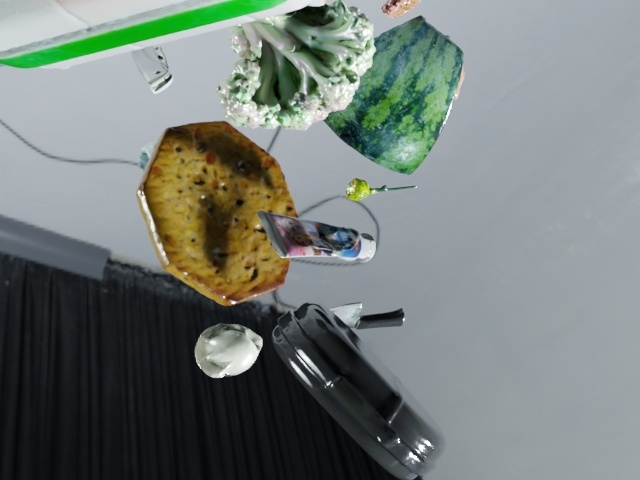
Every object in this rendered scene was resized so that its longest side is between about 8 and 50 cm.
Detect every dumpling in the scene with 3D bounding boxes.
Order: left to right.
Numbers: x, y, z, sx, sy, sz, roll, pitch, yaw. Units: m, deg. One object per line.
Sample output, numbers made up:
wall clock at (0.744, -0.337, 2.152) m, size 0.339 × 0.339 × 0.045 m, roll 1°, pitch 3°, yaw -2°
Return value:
dumpling at (-0.245, 0.288, 1.951) m, size 0.176 × 0.150 × 0.092 m, roll -33°, pitch 177°, yaw -9°

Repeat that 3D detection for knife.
knife at (-0.370, -0.387, 1.613) m, size 0.073 × 0.265 × 0.041 m, roll -29°, pitch 124°, yaw -3°
knife at (0.043, 0.135, 1.276) m, size 0.230 × 0.028 × 0.060 m, roll -5°, pitch 124°, yaw -18°

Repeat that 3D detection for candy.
candy at (0.101, -0.085, 1.193) m, size 0.123 × 0.035 × 0.035 m, roll -3°, pitch 142°, yaw -11°

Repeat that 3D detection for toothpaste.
toothpaste at (0.000, 0.000, 1.283) m, size 0.266 × 0.096 × 0.061 m, roll 9°, pitch 134°, yaw -50°

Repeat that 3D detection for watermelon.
watermelon at (0.128, -0.334, 1.427) m, size 0.250 × 0.293 × 0.283 m, roll 21°, pitch 127°, yaw -26°

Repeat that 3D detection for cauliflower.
cauliflower at (-0.061, -0.293, 1.022) m, size 0.239 × 0.256 × 0.315 m, roll -30°, pitch 128°, yaw 12°

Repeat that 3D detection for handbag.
handbag at (0.057, 0.213, 1.055) m, size 0.093 × 0.308 × 0.254 m, roll -44°, pitch 176°, yaw -1°

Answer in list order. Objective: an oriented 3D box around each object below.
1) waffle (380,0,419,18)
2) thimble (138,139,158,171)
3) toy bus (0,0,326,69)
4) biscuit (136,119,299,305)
waffle at (0.146, -0.418, 1.274) m, size 0.075 × 0.029 × 0.083 m, roll -32°, pitch 177°, yaw 35°
thimble at (-0.350, -0.153, 1.812) m, size 0.172 × 0.250 × 0.205 m, roll -11°, pitch 109°, yaw -18°
toy bus at (-0.144, -0.219, 0.490) m, size 0.305 × 0.179 × 0.143 m, roll -6°, pitch 176°, yaw 23°
biscuit at (-0.176, -0.054, 1.337) m, size 0.359 × 0.359 × 0.046 m, roll 24°, pitch 149°, yaw -35°
